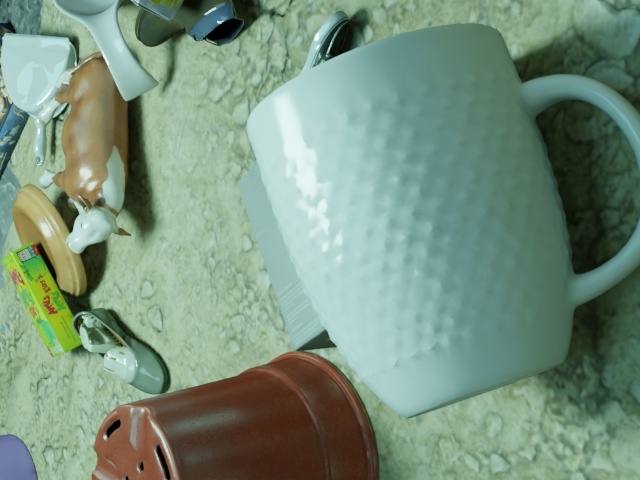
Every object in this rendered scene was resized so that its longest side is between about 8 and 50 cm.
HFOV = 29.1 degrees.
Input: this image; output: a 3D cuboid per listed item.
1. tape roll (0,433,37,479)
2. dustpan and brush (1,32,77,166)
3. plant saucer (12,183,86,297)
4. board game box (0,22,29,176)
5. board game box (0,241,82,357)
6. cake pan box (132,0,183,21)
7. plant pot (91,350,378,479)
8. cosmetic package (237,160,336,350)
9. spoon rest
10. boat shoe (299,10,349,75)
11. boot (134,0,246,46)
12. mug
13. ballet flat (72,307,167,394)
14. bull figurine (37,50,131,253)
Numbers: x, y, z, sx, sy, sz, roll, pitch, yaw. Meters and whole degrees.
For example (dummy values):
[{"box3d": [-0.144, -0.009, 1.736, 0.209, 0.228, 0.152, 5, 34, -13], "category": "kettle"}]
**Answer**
[{"box3d": [-0.585, 0.447, 2.212, 0.189, 0.080, 0.189, 5, 97, 50], "category": "tape roll"}, {"box3d": [-0.466, -0.229, 2.035, 0.147, 0.060, 0.211, 9, 91, 26], "category": "dustpan and brush"}, {"box3d": [-0.443, 0.006, 1.987, 0.200, 0.037, 0.200, 43, 148, 35], "category": "plant saucer"}, {"box3d": [-0.580, -0.242, 2.187, 0.243, 0.042, 0.165, -55, 54, 36], "category": "board game box"}, {"box3d": [-0.449, 0.097, 1.994, 0.181, 0.043, 0.092, 62, 155, -3], "category": "board game box"}, {"box3d": [-0.226, -0.453, 1.671, 0.267, 0.070, 0.245, 38, 100, 45], "category": "cake pan box"}, {"box3d": [-0.118, 0.285, 1.507, 0.272, 0.265, 0.272, 5, 97, 50], "category": "plant pot"}, {"box3d": [0.000, 0.000, 1.478, 0.127, 0.107, 0.238, -37, 62, 45], "category": "cosmetic package"}, {"box3d": [-0.317, -0.338, 1.814, 0.137, 0.084, 0.276, -28, 63, 5], "category": "spoon rest"}, {"box3d": [0.007, -0.213, 1.501, 0.040, 0.049, 0.142, 40, 125, 18], "category": "boat shoe"}, {"box3d": [-0.180, -0.299, 1.683, 0.219, 0.082, 0.106, -35, 64, 43], "category": "boot"}, {"box3d": [0.149, -0.023, 1.204, 0.374, 0.276, 0.328, -22, 80, 17], "category": "mug"}, {"box3d": [-0.315, 0.174, 1.883, 0.213, 0.068, 0.072, 37, 120, 42], "category": "ballet flat"}, {"box3d": [-0.354, -0.129, 1.873, 0.188, 0.101, 0.310, -3, 79, 49], "category": "bull figurine"}]
